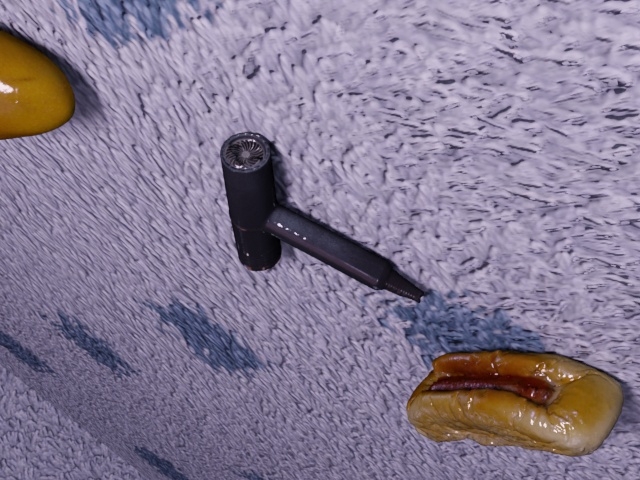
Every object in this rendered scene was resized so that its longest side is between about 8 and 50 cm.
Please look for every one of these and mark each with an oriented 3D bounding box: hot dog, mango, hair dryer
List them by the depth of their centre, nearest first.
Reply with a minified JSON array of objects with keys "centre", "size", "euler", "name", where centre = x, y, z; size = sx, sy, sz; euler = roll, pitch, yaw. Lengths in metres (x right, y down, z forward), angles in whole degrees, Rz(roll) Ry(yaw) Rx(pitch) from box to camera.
[{"centre":[0.004,-0.005,0.875],"size":[0.195,0.050,0.173],"euler":[21,154,15],"name":"hair dryer"},{"centre":[0.163,0.144,0.901],"size":[0.073,0.084,0.243],"euler":[44,154,-23],"name":"hot dog"},{"centre":[-0.342,-0.154,0.938],"size":[0.254,0.113,0.138],"euler":[16,146,19],"name":"mango"}]
